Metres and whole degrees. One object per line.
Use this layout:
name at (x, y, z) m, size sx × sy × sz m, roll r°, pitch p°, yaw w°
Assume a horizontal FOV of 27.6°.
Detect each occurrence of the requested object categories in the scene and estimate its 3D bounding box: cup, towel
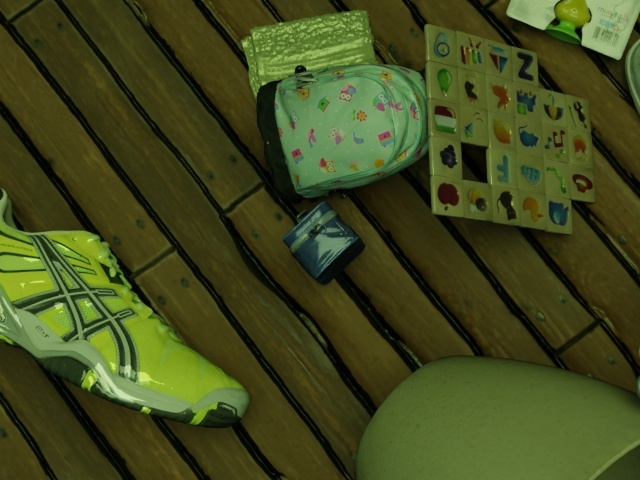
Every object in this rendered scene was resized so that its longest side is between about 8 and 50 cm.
cup at (0.170, 0.242, 1.236) m, size 0.331 × 0.331 × 0.237 m, roll -47°, pitch 55°, yaw -8°
towel at (-0.008, -0.197, 1.450) m, size 0.148 × 0.027 × 0.110 m, roll -13°, pitch 78°, yaw 0°

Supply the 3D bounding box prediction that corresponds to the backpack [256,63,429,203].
backpack at (0.029, -0.114, 1.347) m, size 0.182 × 0.115 × 0.151 m, roll -10°, pitch 101°, yaw 29°

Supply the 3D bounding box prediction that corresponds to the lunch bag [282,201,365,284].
lunch bag at (0.000, 0.000, 1.373) m, size 0.067 × 0.098 × 0.065 m, roll -43°, pitch 78°, yaw -2°

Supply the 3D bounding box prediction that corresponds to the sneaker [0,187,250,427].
sneaker at (-0.238, 0.071, 1.341) m, size 0.385 × 0.145 × 0.147 m, roll 27°, pitch 81°, yaw 5°

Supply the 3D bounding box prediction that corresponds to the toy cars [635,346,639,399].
toy cars at (0.379, 0.112, 1.154) m, size 0.176 × 0.393 × 0.087 m, roll 47°, pitch 127°, yaw -4°

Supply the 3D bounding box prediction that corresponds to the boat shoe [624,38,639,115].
boat shoe at (0.447, -0.100, 1.382) m, size 0.118 × 0.103 × 0.320 m, roll -31°, pitch 80°, yaw -5°

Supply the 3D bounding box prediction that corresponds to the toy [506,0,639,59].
toy at (0.311, -0.331, 1.456) m, size 0.137 × 0.056 × 0.237 m, roll 22°, pitch 85°, yaw 2°

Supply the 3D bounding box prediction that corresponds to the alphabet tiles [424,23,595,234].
alphabet tiles at (0.203, -0.110, 1.365) m, size 0.237 × 0.009 × 0.198 m, roll 8°, pitch 75°, yaw -36°
